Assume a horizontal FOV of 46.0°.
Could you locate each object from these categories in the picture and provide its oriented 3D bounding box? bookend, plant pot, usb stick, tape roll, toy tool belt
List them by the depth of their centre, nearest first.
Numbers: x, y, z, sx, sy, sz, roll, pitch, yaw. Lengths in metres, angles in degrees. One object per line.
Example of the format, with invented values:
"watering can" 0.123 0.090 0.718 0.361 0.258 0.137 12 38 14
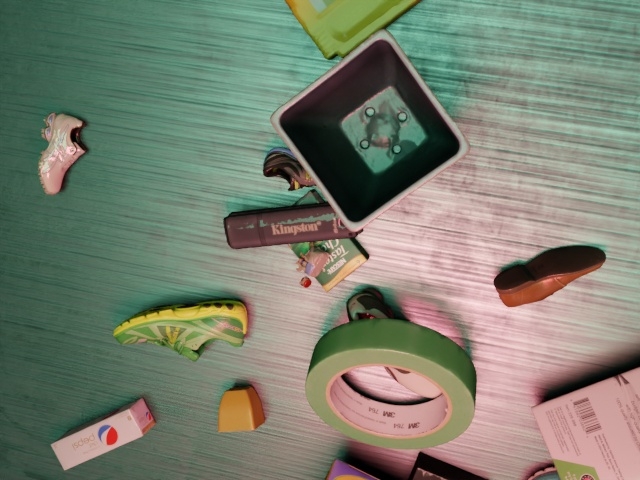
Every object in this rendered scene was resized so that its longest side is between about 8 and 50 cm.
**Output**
"plant pot" 0.101 -0.195 1.360 0.247 0.252 0.247 -36 91 13
"tape roll" 0.134 0.280 1.438 0.322 0.077 0.321 7 134 7
"usb stick" -0.055 -0.031 1.481 0.278 0.045 0.077 -5 97 13
"toy tool belt" -0.023 0.047 1.491 0.051 0.052 0.083 41 106 36
"bookend" 0.247 0.544 1.545 0.157 0.072 0.156 20 103 6
"plant pot" -0.169 0.354 1.593 0.082 0.081 0.083 -5 88 12

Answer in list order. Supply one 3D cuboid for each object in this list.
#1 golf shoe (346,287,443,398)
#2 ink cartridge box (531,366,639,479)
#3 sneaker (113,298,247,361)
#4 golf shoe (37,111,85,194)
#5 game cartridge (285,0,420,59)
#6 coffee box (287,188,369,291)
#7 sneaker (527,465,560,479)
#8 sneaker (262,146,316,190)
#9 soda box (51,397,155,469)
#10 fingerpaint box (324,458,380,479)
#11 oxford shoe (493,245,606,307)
"golf shoe" 0.146 0.219 1.489 0.105 0.120 0.273 -44 90 12
"ink cartridge box" 0.571 0.362 1.387 0.289 0.121 0.211 -24 64 14
"sneaker" -0.296 0.196 1.574 0.296 0.109 0.123 -7 94 12
"golf shoe" -0.541 -0.178 1.585 0.086 0.069 0.176 9 102 3
"game cartridge" 0.042 -0.543 1.419 0.285 0.053 0.323 -35 90 14
"coffee box" 0.000 0.000 1.520 0.113 0.040 0.184 -38 91 14
"sneaker" 0.536 0.517 1.466 0.276 0.110 0.106 10 101 10
"sneaker" -0.027 -0.123 1.480 0.188 0.067 0.078 18 64 12
"soda box" -0.479 0.427 1.665 0.216 0.074 0.069 -26 93 14
"fingerpaint box" 0.152 0.695 1.489 0.445 0.163 0.371 25 121 6
"oxford shoe" 0.442 0.070 1.443 0.212 0.076 0.076 -20 125 11
